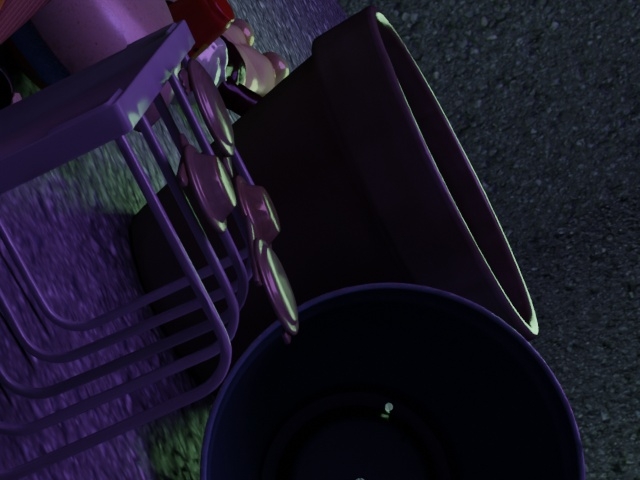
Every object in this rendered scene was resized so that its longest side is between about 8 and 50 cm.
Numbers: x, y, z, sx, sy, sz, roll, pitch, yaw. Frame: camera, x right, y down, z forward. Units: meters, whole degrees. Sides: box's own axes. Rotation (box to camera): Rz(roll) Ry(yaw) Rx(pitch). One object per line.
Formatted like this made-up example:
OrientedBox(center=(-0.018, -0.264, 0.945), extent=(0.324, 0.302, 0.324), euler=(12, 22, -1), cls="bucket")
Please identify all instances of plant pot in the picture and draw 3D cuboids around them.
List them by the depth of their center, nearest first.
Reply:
OrientedBox(center=(0.044, 0.193, 1.436), extent=(0.293, 0.293, 0.196), euler=(65, -11, 7), cls="plant pot")
OrientedBox(center=(0.000, 0.000, 1.594), extent=(0.323, 0.280, 0.323), euler=(59, 11, -19), cls="plant pot")

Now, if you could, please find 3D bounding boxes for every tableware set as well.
OrientedBox(center=(-0.052, -0.025, 1.095), extent=(0.141, 0.020, 0.169), euler=(-98, 164, -57), cls="tableware set")

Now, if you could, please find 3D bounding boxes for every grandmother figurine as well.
OrientedBox(center=(-0.121, -0.193, 2.018), extent=(0.208, 0.104, 0.342), euler=(37, 11, 8), cls="grandmother figurine")

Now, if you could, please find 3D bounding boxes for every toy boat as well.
OrientedBox(center=(-0.196, -0.189, 1.555), extent=(0.267, 0.148, 0.318), euler=(61, 17, 16), cls="toy boat")

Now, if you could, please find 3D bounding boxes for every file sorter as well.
OrientedBox(center=(-0.149, 0.000, 1.120), extent=(0.173, 0.193, 0.278), euler=(63, 10, -14), cls="file sorter")

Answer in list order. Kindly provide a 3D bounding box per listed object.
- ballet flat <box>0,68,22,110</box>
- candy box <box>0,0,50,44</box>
OrientedBox(center=(-0.266, -0.147, 1.264), extent=(0.250, 0.058, 0.084), euler=(57, 13, -29), cls="ballet flat")
OrientedBox(center=(-0.215, -0.228, 1.078), extent=(0.087, 0.316, 0.183), euler=(7, -44, 52), cls="candy box")
